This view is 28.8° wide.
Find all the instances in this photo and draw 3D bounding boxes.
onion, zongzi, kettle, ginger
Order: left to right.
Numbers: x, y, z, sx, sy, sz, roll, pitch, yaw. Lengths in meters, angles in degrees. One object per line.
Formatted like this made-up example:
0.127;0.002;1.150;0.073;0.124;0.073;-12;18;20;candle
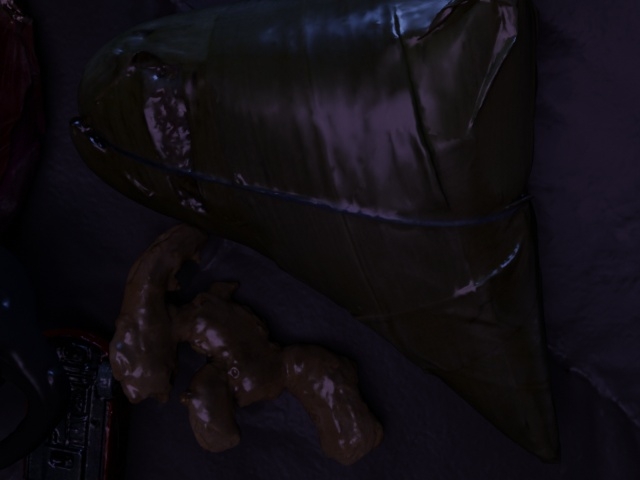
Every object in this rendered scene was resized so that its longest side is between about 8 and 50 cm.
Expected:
-0.342;-0.099;1.033;0.227;0.120;0.283;36;106;-3;onion
-0.315;0.105;1.000;0.232;0.144;0.202;-32;94;38;kettle
-0.067;0.113;1.034;0.259;0.065;0.149;43;75;-7;ginger
0.000;0.000;0.965;0.356;0.174;0.392;-3;107;16;zongzi

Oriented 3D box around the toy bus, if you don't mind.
-0.207;0.165;1.075;0.081;0.089;0.195;8;104;11;toy bus
